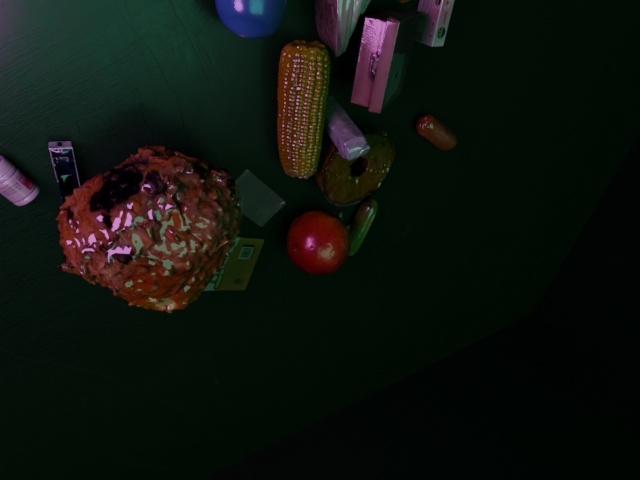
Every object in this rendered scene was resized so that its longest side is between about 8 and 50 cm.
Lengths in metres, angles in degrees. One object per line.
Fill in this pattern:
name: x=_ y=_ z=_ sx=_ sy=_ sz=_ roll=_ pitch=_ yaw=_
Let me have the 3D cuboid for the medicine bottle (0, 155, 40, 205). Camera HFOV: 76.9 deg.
medicine bottle: x=-0.632 y=-0.120 z=0.821 sx=0.058 sy=0.058 sz=0.091 roll=-34 pitch=138 yaw=-7

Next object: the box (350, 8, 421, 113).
box: x=0.164 y=-0.460 z=1.016 sx=0.215 sy=0.086 sz=0.215 roll=-53 pitch=158 yaw=-49

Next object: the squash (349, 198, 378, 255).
squash: x=0.139 y=-0.044 z=1.443 sx=0.069 sy=0.069 sz=0.238 roll=4 pitch=122 yaw=-38

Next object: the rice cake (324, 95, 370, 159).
rice cake: x=0.054 y=-0.296 z=1.075 sx=0.069 sy=0.206 sz=0.063 roll=-26 pitch=150 yaw=-10

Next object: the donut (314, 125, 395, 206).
donut: x=0.094 y=-0.234 z=1.227 sx=0.272 sy=0.107 sz=0.271 roll=-24 pitch=140 yaw=-22

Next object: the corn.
corn: x=-0.048 y=-0.319 z=1.022 sx=0.131 sy=0.131 sz=0.344 roll=-15 pitch=133 yaw=-26

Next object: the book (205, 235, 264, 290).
book: x=-0.333 y=0.072 z=1.232 sx=0.296 sy=0.020 sz=0.207 roll=5 pitch=122 yaw=-38

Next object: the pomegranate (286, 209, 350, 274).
pomegranate: x=0.000 y=0.000 z=1.288 sx=0.235 sy=0.210 sz=0.210 roll=-42 pitch=146 yaw=-39

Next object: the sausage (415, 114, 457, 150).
sausage: x=0.390 y=-0.361 z=1.350 sx=0.198 sy=0.076 sz=0.076 roll=18 pitch=113 yaw=-42

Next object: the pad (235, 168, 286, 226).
pad: x=-0.192 y=-0.118 z=1.184 sx=0.113 sy=0.006 sz=0.188 roll=-44 pitch=138 yaw=5

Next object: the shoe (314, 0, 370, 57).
shoe: x=0.083 y=-0.575 z=0.883 sx=0.160 sy=0.124 sz=0.316 roll=-21 pitch=146 yaw=-19

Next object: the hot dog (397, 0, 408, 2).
hot dog: x=0.150 y=-0.670 z=0.916 sx=0.083 sy=0.068 sz=0.289 roll=-53 pitch=136 yaw=4

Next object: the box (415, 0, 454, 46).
box: x=0.298 y=-0.592 z=1.073 sx=0.043 sy=0.089 sz=0.125 roll=-16 pitch=134 yaw=-26

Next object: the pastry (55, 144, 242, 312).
pastry: x=-0.385 y=-0.024 z=0.911 sx=0.338 sy=0.292 sz=0.404 roll=8 pitch=122 yaw=-47

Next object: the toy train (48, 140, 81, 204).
toy train: x=-0.553 y=-0.116 z=0.891 sx=0.043 sy=0.047 sz=0.207 roll=-11 pitch=131 yaw=-28

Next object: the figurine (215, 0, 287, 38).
figurine: x=-0.081 y=-0.596 z=0.731 sx=0.298 sy=0.242 sz=0.416 roll=-10 pitch=151 yaw=-42
